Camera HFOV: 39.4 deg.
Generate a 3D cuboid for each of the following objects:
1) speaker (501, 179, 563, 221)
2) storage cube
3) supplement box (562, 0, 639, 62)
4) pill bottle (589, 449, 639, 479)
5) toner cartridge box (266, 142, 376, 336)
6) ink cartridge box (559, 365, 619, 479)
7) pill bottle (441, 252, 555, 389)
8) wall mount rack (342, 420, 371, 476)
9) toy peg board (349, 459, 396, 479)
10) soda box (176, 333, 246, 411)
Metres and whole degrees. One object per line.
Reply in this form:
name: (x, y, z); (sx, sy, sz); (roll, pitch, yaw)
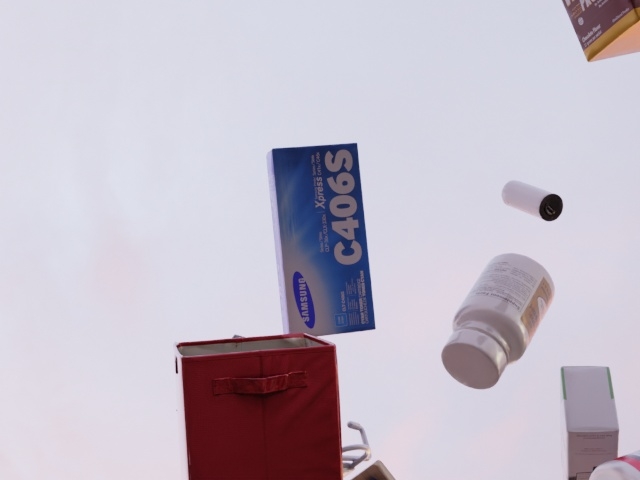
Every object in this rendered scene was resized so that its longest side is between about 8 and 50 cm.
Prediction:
speaker: (0.404, -0.077, 1.712); (0.055, 0.136, 0.055); (-5, -74, -19)
storage cube: (-0.083, 0.221, 1.100); (0.183, 0.215, 0.193); (-3, -90, -13)
supplement box: (0.474, -0.397, 1.345); (0.191, 0.194, 0.129); (-15, -11, -21)
pill bottle: (0.612, 0.402, 1.448); (0.318, 0.176, 0.176); (-13, -49, -19)
toner cartridge box: (0.000, 0.000, 1.650); (0.165, 0.075, 0.348); (-6, -92, -11)
ink cartridge box: (0.487, 0.361, 1.628); (0.092, 0.160, 0.219); (-3, -53, 12)
pill bottle: (0.296, 0.136, 1.504); (0.131, 0.229, 0.131); (21, -44, 22)
wall mount rack: (-0.072, 0.465, 1.906); (0.304, 0.131, 0.350); (16, -47, -39)
toy peg board: (0.076, 0.443, 1.349); (0.161, 0.079, 0.161); (50, -45, 9)
soda box: (-0.162, 0.241, 1.502); (0.060, 0.169, 0.053); (9, -37, 44)
